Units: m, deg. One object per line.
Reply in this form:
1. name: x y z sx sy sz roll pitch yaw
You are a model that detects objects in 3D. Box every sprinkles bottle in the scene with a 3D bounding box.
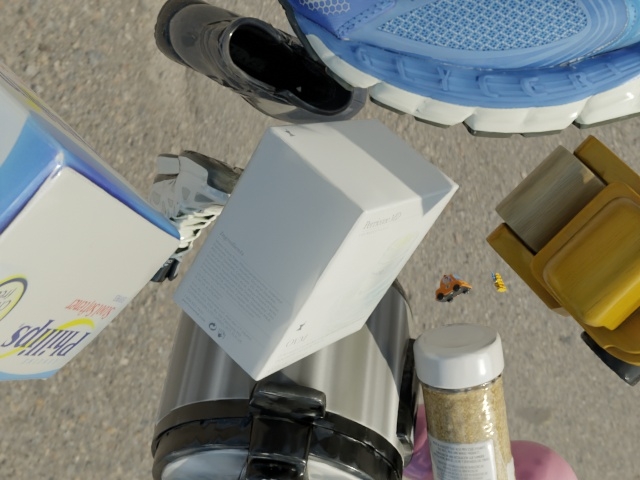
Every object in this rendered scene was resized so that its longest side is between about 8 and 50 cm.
1. sprinkles bottle: 0.212 0.300 1.245 0.121 0.121 0.356 -7 105 8

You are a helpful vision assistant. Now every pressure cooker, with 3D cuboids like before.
1. pressure cooker: -0.054 0.252 1.289 0.375 0.421 0.370 -19 136 33

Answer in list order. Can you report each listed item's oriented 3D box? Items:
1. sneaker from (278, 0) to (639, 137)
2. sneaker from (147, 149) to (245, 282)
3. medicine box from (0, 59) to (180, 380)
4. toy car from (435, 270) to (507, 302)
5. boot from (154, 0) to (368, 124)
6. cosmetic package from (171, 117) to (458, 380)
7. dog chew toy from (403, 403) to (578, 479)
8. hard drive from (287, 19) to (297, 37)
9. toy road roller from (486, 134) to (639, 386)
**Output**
1. sneaker: 0.142 -0.136 0.357 0.329 0.130 0.147 -3 130 9
2. sneaker: -0.247 -0.029 1.697 0.169 0.447 0.258 18 87 -23
3. medicine box: -0.253 -0.062 0.518 0.289 0.263 0.149 42 86 7
4. toy car: 0.238 0.074 1.427 0.122 0.041 0.060 1 150 -36
5. boot: -0.026 -0.194 1.089 0.338 0.222 0.118 10 104 -40
6. cosmetic package: 0.000 0.000 0.937 0.138 0.224 0.225 40 117 19
7. dog chew toy: 0.257 0.388 1.451 0.331 0.206 0.207 31 119 8
8. hard drive: -0.025 -0.471 1.378 0.040 0.210 0.319 -2 96 -8
9. toy road roller: 0.351 0.008 1.110 0.202 0.329 0.240 -46 148 12
